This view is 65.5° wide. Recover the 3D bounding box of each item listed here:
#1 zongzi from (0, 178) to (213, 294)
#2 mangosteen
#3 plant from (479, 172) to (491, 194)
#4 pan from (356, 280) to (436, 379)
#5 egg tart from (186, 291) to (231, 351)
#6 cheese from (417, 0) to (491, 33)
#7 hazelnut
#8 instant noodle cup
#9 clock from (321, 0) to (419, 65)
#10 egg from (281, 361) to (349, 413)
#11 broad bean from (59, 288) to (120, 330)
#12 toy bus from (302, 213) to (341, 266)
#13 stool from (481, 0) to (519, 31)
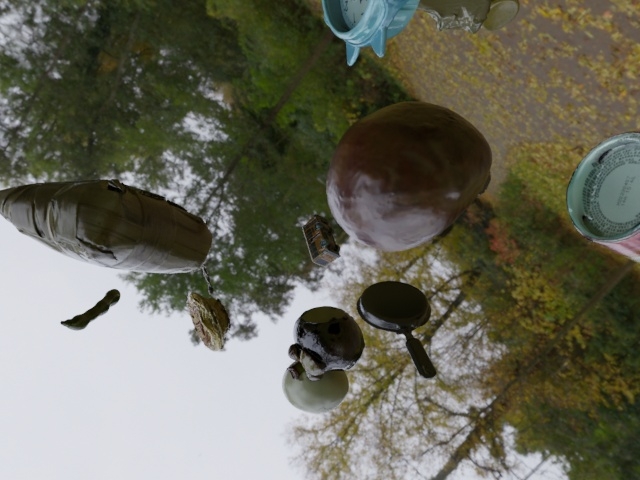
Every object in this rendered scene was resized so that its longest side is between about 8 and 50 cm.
[{"bbox_3d":[-0.557,-0.042,1.367,0.467,0.218,0.500,16,175,27],"label":"zongzi"},{"bbox_3d":[0.006,0.363,1.746,0.287,0.288,0.233,-90,-7,-69],"label":"mangosteen"},{"bbox_3d":[0.536,-0.297,1.963,0.321,0.194,0.182,24,176,-43],"label":"plant"},{"bbox_3d":[0.146,0.144,0.868,0.136,0.028,0.235,-8,-145,-12],"label":"pan"},{"bbox_3d":[-0.394,0.281,1.773,0.106,0.241,0.241,-25,-124,-30],"label":"egg tart"},{"bbox_3d":[0.268,-0.548,1.089,0.203,0.175,0.091,5,-168,4],"label":"cheese"},{"bbox_3d":[0.216,-0.163,1.249,0.421,0.421,0.352,-73,-41,-76],"label":"hazelnut"},{"bbox_3d":[0.521,-0.049,0.744,0.255,0.244,0.244,13,-157,-21],"label":"instant noodle cup"},{"bbox_3d":[0.078,-0.422,0.779,0.094,0.274,0.223,-9,-164,-23],"label":"clock"},{"bbox_3d":[-0.023,0.556,1.925,0.219,0.269,0.219,33,-129,-54],"label":"egg"},{"bbox_3d":[-0.665,0.205,1.471,0.053,0.052,0.256,39,-159,-1],"label":"broad bean"},{"bbox_3d":[0.000,0.000,1.903,0.091,0.103,0.182,25,-143,-45],"label":"toy bus"},{"bbox_3d":[0.474,-0.654,1.367,0.134,0.135,0.110,10,-125,-46],"label":"stool"}]
